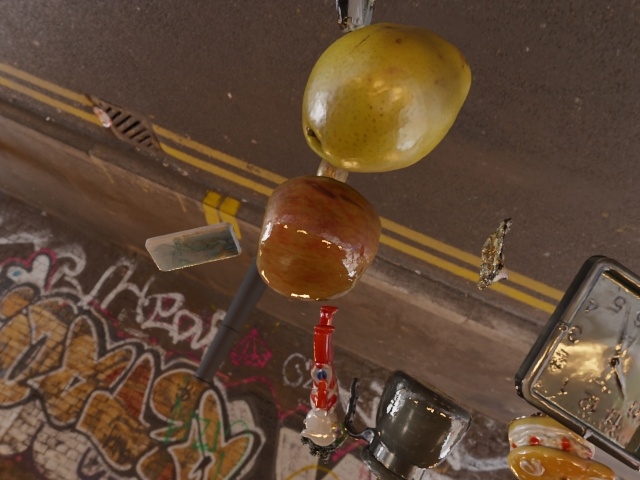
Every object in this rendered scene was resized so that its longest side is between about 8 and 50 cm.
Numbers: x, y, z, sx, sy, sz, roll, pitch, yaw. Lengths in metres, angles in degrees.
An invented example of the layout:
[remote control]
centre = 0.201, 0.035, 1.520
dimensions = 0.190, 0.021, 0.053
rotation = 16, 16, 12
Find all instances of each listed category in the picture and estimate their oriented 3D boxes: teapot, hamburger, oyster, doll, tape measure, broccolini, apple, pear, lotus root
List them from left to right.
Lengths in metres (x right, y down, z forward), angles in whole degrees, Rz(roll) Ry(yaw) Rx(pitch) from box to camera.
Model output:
[apple]
centre = 0.000, 0.000, 0.853
dimensions = 0.264, 0.264, 0.264
rotation = 22, 155, 11
[doll]
centre = 0.008, 0.377, 1.098
dimensions = 0.099, 0.384, 0.188
rotation = 6, -164, 6
[broccolini]
centre = 0.017, 0.645, 1.365
dimensions = 0.123, 0.062, 0.271
rotation = 36, -172, 21
[lotus root]
centre = 0.049, -0.271, 1.695
dimensions = 0.125, 0.221, 0.118
rotation = 17, 176, -2
[tape measure]
centre = 0.109, -0.735, 1.261
dimensions = 0.107, 0.181, 0.182
rotation = 9, 123, 18
[pear]
centre = 0.152, -0.350, 1.032
dimensions = 0.362, 0.418, 0.362
rotation = 56, 179, 1
[teapot]
centre = 0.188, 0.484, 1.053
dimensions = 0.305, 0.285, 0.223
rotation = 27, 174, 14
[oyster]
centre = 0.596, 0.048, 1.397
dimensions = 0.092, 0.260, 0.198
rotation = 8, 170, 29
[hamburger]
centre = 0.767, 0.711, 1.330
dimensions = 0.302, 0.186, 0.261
rotation = -7, 125, 26

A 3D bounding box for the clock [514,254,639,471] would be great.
[clock]
centre = 0.491, 0.199, 0.685
dimensions = 0.273, 0.279, 0.049
rotation = 33, 178, -5

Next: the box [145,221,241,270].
[box]
centre = -0.415, 0.022, 1.362
dimensions = 0.285, 0.044, 0.142
rotation = -12, 131, 0
